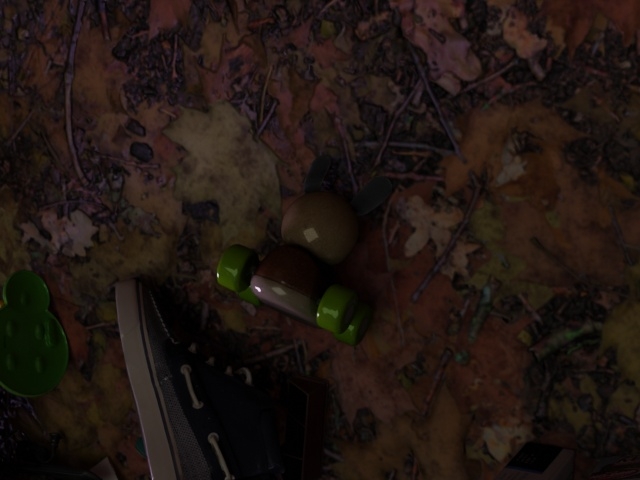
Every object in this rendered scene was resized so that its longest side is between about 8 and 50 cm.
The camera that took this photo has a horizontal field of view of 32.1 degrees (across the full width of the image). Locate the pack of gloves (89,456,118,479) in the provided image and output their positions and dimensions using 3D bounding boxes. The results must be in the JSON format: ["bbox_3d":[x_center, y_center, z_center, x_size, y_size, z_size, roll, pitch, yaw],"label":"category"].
[{"bbox_3d":[-0.353,0.427,1.482,0.232,0.046,0.195,-35,58,12],"label":"pack of gloves"}]

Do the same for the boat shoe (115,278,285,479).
[{"bbox_3d":[-0.148,0.180,1.350,0.127,0.158,0.340,94,160,-54],"label":"boat shoe"}]

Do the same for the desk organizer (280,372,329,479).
[{"bbox_3d":[-0.025,0.232,1.345,0.047,0.050,0.130,11,106,25],"label":"desk organizer"}]

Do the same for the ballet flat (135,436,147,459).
[{"bbox_3d":[-0.192,0.284,1.453,0.114,0.041,0.041,5,103,28],"label":"ballet flat"}]

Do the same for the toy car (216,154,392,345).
[{"bbox_3d":[0.000,0.000,1.261,0.155,0.149,0.188,22,82,18],"label":"toy car"}]

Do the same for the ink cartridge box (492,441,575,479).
[{"bbox_3d":[0.218,0.400,1.189,0.065,0.165,0.332,4,102,27],"label":"ink cartridge box"}]

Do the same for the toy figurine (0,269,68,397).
[{"bbox_3d":[-0.445,0.141,1.523,0.159,0.130,0.173,-18,70,39],"label":"toy figurine"}]

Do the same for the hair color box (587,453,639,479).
[{"bbox_3d":[0.407,0.401,1.119,0.185,0.114,0.374,-15,93,30],"label":"hair color box"}]

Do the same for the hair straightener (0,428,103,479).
[{"bbox_3d":[-0.383,0.311,1.548,0.230,0.047,0.089,3,61,43],"label":"hair straightener"}]
